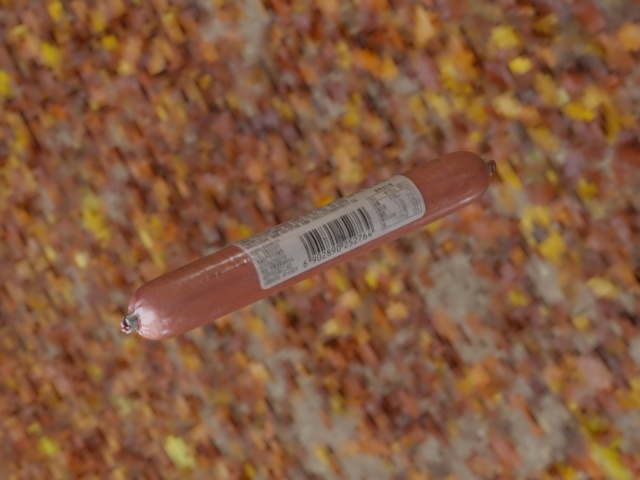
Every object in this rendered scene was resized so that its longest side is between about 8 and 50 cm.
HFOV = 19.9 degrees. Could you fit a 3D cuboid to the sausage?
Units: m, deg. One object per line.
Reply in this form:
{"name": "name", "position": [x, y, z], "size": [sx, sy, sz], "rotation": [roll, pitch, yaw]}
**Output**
{"name": "sausage", "position": [0.000, 0.000, 0.861], "size": [0.029, 0.223, 0.029], "rotation": [36, 138, 41]}
